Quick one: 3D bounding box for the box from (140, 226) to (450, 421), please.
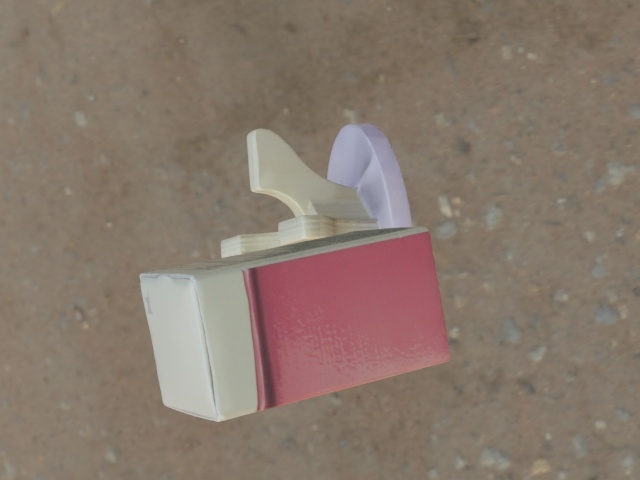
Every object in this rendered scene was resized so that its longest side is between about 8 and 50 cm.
[{"bbox_3d":[-0.024,0.070,1.161,0.148,0.232,0.127,-2,99,65],"label":"box"}]

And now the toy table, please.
[{"bbox_3d":[0.000,0.000,1.517,0.252,0.160,0.274,143,121,-60],"label":"toy table"}]
